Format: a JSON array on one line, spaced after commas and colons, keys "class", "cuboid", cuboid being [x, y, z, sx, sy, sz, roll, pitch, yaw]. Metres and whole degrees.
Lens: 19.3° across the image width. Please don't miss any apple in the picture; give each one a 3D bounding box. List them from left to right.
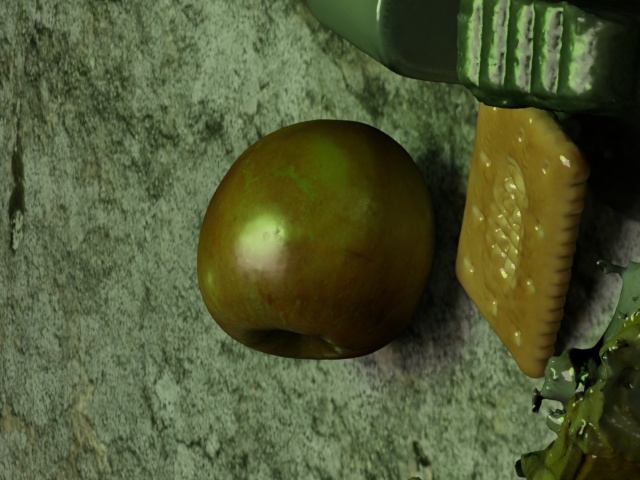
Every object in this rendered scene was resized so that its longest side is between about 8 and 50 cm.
[{"class": "apple", "cuboid": [0.000, 0.000, 1.737, 0.237, 0.237, 0.207, -21, 54, 55]}]

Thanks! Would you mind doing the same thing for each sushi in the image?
[{"class": "sushi", "cuboid": [0.231, 0.100, 1.438, 0.291, 0.139, 0.131, -64, 32, 35]}]

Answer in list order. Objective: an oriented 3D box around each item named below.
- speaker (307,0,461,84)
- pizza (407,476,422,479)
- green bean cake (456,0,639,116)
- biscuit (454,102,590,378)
[{"class": "speaker", "cuboid": [0.114, -0.350, 1.604, 0.184, 0.183, 0.406, 35, 118, 59]}, {"class": "pizza", "cuboid": [0.100, 0.327, 1.681, 0.365, 0.074, 0.182, 47, 136, 47]}, {"class": "green bean cake", "cuboid": [0.218, -0.142, 1.421, 0.185, 0.183, 0.094, 13, 102, 56]}, {"class": "biscuit", "cuboid": [0.162, -0.016, 1.574, 0.250, 0.030, 0.160, 95, 153, -42]}]
